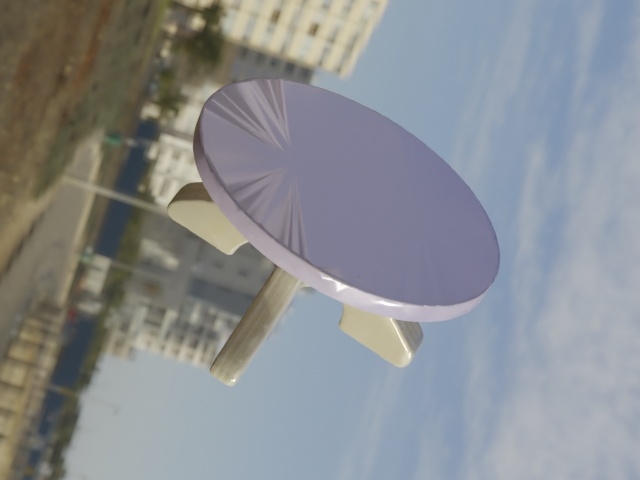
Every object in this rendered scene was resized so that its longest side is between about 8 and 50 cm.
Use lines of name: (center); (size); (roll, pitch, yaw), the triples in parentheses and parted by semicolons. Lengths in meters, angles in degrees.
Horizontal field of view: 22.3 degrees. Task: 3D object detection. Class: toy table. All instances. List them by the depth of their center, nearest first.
toy table: (0.000, 0.000, 1.376); (0.252, 0.274, 0.161); (-40, 168, -35)
